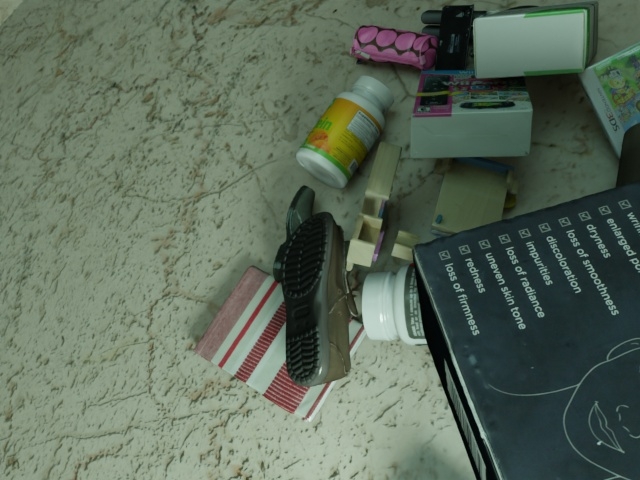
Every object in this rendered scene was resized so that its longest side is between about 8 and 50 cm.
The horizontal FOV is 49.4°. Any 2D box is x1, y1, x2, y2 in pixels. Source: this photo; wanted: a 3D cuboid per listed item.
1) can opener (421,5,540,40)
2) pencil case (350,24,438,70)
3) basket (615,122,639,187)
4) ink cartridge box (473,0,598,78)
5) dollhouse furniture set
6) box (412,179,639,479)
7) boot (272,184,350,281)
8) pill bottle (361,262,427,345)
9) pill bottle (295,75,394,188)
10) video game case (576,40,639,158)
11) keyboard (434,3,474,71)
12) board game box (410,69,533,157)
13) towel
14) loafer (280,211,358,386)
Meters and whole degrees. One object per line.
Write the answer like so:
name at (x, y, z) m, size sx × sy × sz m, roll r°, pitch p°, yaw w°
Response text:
can opener at (0.380, -0.514, 1.662) m, size 0.280 × 0.074 × 0.093 m, roll 7°, pitch 33°, yaw 24°
pencil case at (0.180, -0.466, 1.697) m, size 0.209 × 0.095 × 0.098 m, roll 16°, pitch 36°, yaw 30°
basket at (0.622, -0.093, 1.261) m, size 0.204 × 0.154 × 0.226 m, roll 6°, pitch 73°, yaw 4°
ink cartridge box at (0.454, -0.419, 1.441) m, size 0.211 × 0.121 × 0.289 m, roll 3°, pitch 21°, yaw 26°
dollhouse furniture set at (0.228, -0.017, 1.411) m, size 0.303 × 0.198 × 0.286 m, roll 15°, pitch 56°, yaw 5°
box at (0.426, 0.197, 0.959) m, size 0.472 × 0.297 × 0.479 m, roll -17°, pitch 54°, yaw 2°
boot at (0.000, 0.000, 1.553) m, size 0.161 × 0.083 × 0.246 m, roll 9°, pitch 66°, yaw 12°
pill bottle at (0.232, 0.120, 1.330) m, size 0.283 × 0.161 × 0.161 m, roll -3°, pitch 63°, yaw 21°
pill bottle at (0.063, -0.254, 1.608) m, size 0.136 × 0.136 × 0.245 m, roll 28°, pitch 77°, yaw 31°
video game case at (0.642, -0.291, 1.358) m, size 0.212 × 0.023 × 0.193 m, roll -26°, pitch 87°, yaw 12°
keyboard at (0.327, -0.458, 1.628) m, size 0.108 × 0.023 × 0.180 m, roll 10°, pitch 98°, yaw 33°
board game box at (0.306, -0.266, 1.425) m, size 0.224 × 0.097 × 0.303 m, roll 1°, pitch 27°, yaw 11°
towel at (-0.089, 0.213, 1.493) m, size 0.329 × 0.037 × 0.237 m, roll 25°, pitch 74°, yaw 29°
loafer at (0.003, 0.121, 1.420) m, size 0.134 × 0.130 × 0.365 m, roll -15°, pitch 63°, yaw 41°
